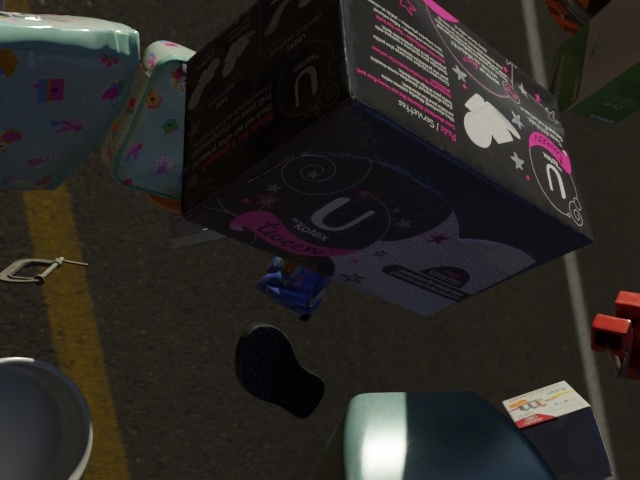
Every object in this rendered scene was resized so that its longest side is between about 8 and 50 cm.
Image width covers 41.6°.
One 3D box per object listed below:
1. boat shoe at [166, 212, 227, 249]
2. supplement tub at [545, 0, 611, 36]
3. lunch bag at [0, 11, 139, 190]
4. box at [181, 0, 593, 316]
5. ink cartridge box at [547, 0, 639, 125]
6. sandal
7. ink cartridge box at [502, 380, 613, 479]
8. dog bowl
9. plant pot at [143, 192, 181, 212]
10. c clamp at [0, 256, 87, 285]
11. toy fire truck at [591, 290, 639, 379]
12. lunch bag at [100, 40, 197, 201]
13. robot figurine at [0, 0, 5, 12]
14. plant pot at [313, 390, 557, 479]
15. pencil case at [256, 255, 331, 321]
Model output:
[{"bbox_3d":[-0.176,-0.047,1.569,0.227,0.079,0.081,-15,87,-11],"label":"boat shoe"},{"bbox_3d":[0.382,-0.356,0.930,0.193,0.316,0.194,3,73,-9],"label":"supplement tub"},{"bbox_3d":[-0.334,-0.155,0.863,0.223,0.262,0.160,-6,74,-43],"label":"lunch bag"},{"bbox_3d":[0.047,-0.060,0.595,0.247,0.163,0.142,25,49,-37],"label":"box"},{"bbox_3d":[0.319,-0.193,0.897,0.062,0.209,0.109,16,74,-10],"label":"ink cartridge box"},{"bbox_3d":[-0.128,0.342,2.189,0.168,0.107,0.446,-53,144,-15],"label":"sandal"},{"bbox_3d":[0.404,0.339,1.461,0.176,0.128,0.128,-53,124,-86],"label":"ink cartridge box"},{"bbox_3d":[-0.520,0.326,1.387,0.264,0.104,0.265,7,79,-36],"label":"dog bowl"},{"bbox_3d":[-0.302,-0.191,1.948,0.205,0.205,0.188,61,19,-16],"label":"plant pot"},{"bbox_3d":[-0.567,0.059,1.702,0.161,0.137,0.022,-62,159,-71],"label":"c clamp"},{"bbox_3d":[0.431,0.148,1.192,0.135,0.047,0.192,-54,138,-35],"label":"toy fire truck"},{"bbox_3d":[-0.258,-0.215,1.559,0.224,0.108,0.279,18,111,-35],"label":"lunch bag"},{"bbox_3d":[-0.729,-0.432,1.540,0.299,0.353,0.200,-7,56,-33],"label":"robot figurine"},{"bbox_3d":[0.105,0.298,0.879,0.247,0.247,0.252,1,52,-16],"label":"plant pot"},{"bbox_3d":[0.000,0.000,1.602,0.119,0.133,0.306,31,89,-52],"label":"pencil case"}]
